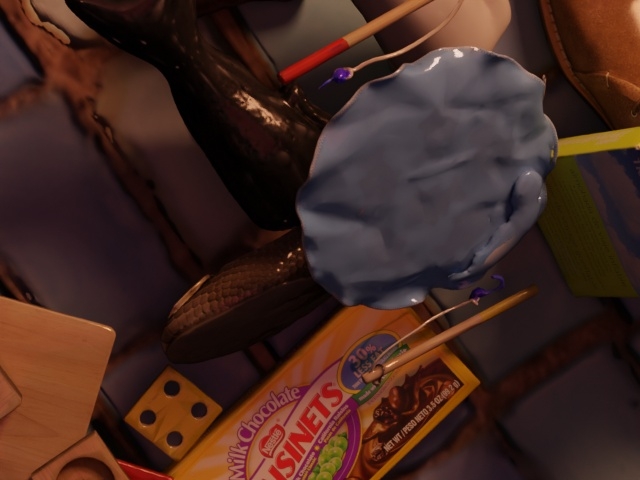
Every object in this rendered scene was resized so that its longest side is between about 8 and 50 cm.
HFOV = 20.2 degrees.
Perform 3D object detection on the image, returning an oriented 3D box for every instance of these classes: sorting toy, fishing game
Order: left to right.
[{"bbox_3d":[-0.206,0.102,1.162,0.274,0.046,0.132,16,94,-10],"label":"sorting toy"},{"bbox_3d":[0.065,-0.041,1.112,0.189,0.041,0.264,-31,131,-12],"label":"fishing game"}]

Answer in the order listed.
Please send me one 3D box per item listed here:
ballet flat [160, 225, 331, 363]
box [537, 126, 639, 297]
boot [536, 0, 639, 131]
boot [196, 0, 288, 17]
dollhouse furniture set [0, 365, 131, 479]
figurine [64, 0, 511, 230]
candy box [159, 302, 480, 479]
[{"bbox_3d":[0.000,0.000,1.173,0.250,0.084,0.058,-32,72,-6],"label":"ballet flat"},{"bbox_3d":[0.198,-0.016,1.141,0.042,0.178,0.109,-31,101,-20],"label":"box"},{"bbox_3d":[0.231,-0.096,1.173,0.112,0.115,0.305,-24,98,-3],"label":"boot"},{"bbox_3d":[-0.063,-0.186,1.139,0.114,0.037,0.106,-10,129,-5],"label":"boot"},{"bbox_3d":[-0.201,0.151,1.081,0.144,0.123,0.151,-35,100,-4],"label":"dollhouse furniture set"},{"bbox_3d":[-0.019,-0.145,1.096,0.215,0.092,0.209,-41,125,1],"label":"figurine"},{"bbox_3d":[-0.002,0.128,1.206,0.206,0.027,0.105,-44,97,-2],"label":"candy box"}]
